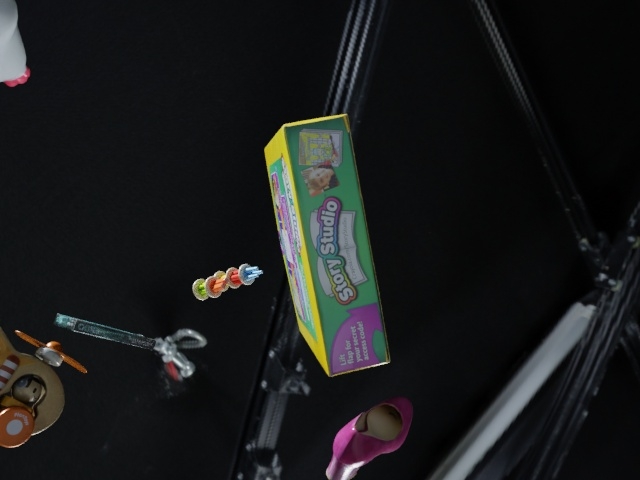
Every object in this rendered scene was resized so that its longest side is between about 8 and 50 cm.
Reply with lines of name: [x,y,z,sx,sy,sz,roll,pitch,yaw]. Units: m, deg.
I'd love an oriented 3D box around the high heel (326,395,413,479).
high heel: [0.100,0.299,0.972,0.244,0.082,0.117,-17,-43,-46]

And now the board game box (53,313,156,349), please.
board game box: [-0.471,0.201,1.283,0.186,0.126,0.026,25,-107,-39]

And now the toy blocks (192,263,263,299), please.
toy blocks: [-0.224,0.099,1.440,0.123,0.148,0.054,-23,-84,-51]

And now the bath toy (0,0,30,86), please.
bath toy: [-0.346,-0.066,0.495,0.151,0.129,0.349,9,-108,7]

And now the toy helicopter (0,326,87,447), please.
toy helicopter: [-0.685,0.261,1.299,0.235,0.140,0.355,-34,-74,-41]

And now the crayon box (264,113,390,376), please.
crayon box: [0.000,0.000,0.970,0.106,0.313,0.363,-12,-85,-10]
